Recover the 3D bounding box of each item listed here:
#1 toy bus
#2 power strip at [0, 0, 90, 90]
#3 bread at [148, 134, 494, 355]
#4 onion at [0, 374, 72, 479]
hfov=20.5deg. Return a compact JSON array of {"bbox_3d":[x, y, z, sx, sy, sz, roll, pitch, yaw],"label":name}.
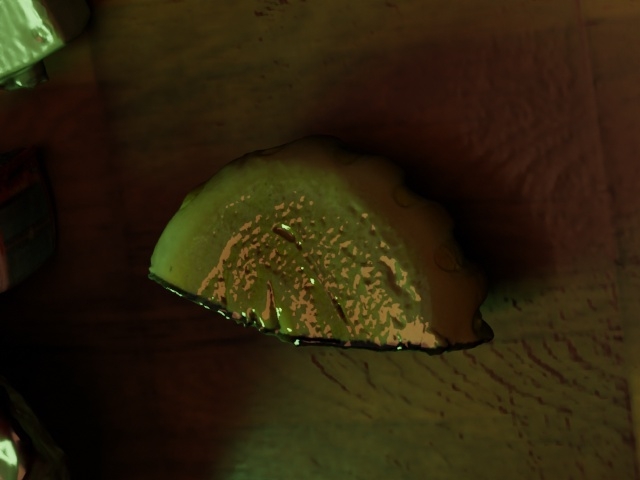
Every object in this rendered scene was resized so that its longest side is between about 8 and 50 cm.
[{"bbox_3d":[-0.225,0.001,0.910,0.192,0.065,0.077,-10,108,27],"label":"toy bus"},{"bbox_3d":[-0.201,-0.195,0.814,0.080,0.048,0.286,-18,113,22],"label":"power strip"},{"bbox_3d":[0.000,0.000,0.791,0.157,0.083,0.094,-2,98,24],"label":"bread"},{"bbox_3d":[-0.252,0.162,0.913,0.280,0.146,0.314,24,105,23],"label":"onion"}]
